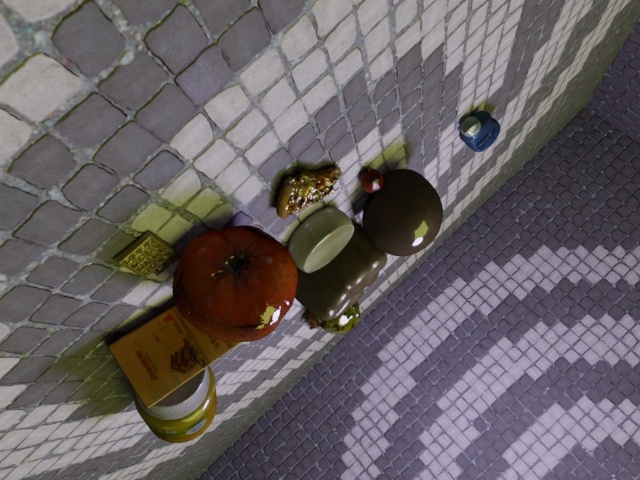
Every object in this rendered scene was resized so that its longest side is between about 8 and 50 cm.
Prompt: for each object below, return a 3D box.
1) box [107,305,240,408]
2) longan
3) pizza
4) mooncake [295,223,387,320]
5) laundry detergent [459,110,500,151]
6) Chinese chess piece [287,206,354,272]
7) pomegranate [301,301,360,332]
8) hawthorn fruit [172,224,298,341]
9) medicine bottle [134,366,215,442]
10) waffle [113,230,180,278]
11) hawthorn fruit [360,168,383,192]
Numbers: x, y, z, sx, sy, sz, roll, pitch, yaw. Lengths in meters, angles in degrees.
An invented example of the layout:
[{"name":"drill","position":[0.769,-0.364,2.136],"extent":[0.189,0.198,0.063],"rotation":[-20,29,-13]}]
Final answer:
[{"name":"box","position":[-0.354,0.257,1.105],"extent":[0.274,0.174,0.076],"rotation":[-33,180,-29]},{"name":"longan","position":[0.277,-0.092,1.500],"extent":[0.297,0.297,0.297],"rotation":[-37,159,-17]},{"name":"pizza","position":[-0.026,-0.122,1.151],"extent":[0.226,0.069,0.147],"rotation":[-17,145,-51]},{"name":"mooncake","position":[0.085,0.128,1.666],"extent":[0.378,0.201,0.378],"rotation":[-38,160,-16]},{"name":"laundry detergent","position":[0.615,-0.426,1.727],"extent":[0.143,0.094,0.289],"rotation":[-49,160,24]},{"name":"Chinese chess piece","position":[0.000,0.000,1.405],"extent":[0.237,0.092,0.238],"rotation":[-38,159,-18]},{"name":"pomegranate","position":[0.054,0.344,2.017],"extent":[0.277,0.204,0.222],"rotation":[-51,141,13]},{"name":"hawthorn fruit","position":[-0.195,0.107,1.040],"extent":[0.276,0.276,0.307],"rotation":[-37,173,-18]},{"name":"medicine bottle","position":[-0.417,0.439,1.287],"extent":[0.224,0.224,0.384],"rotation":[-32,157,-29]},{"name":"waffle","position":[-0.350,0.035,0.910],"extent":[0.092,0.021,0.135],"rotation":[-42,159,-9]},{"name":"hawthorn fruit","position":[0.158,-0.185,1.369],"extent":[0.077,0.077,0.077],"rotation":[-37,159,-17]}]
